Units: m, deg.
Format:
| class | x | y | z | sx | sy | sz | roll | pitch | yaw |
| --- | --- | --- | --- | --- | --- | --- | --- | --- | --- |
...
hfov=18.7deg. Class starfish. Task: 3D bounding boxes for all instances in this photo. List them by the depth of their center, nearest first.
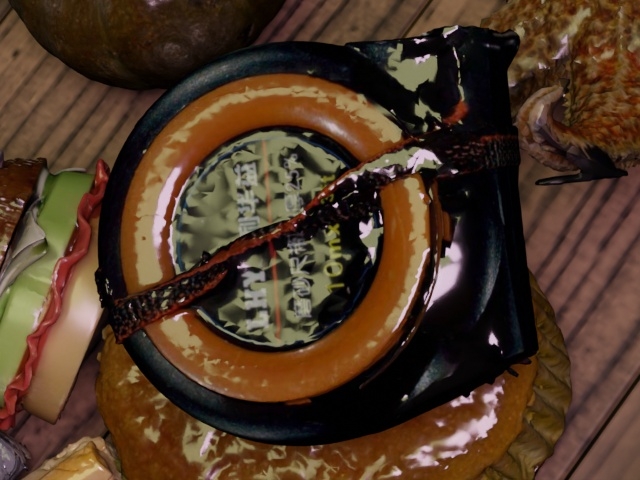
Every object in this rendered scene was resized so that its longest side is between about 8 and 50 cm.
| class | x | y | z | sx | sy | sz | roll | pitch | yaw |
| --- | --- | --- | --- | --- | --- | --- | --- | --- | --- |
| starfish | 0.161 | -0.117 | 1.097 | 0.312 | 0.113 | 0.303 | -6 | 39 | 21 |

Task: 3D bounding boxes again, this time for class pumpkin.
| class | x | y | z | sx | sy | sz | roll | pitch | yaw |
| --- | --- | --- | --- | --- | --- | --- | --- | --- | --- |
| pumpkin | -0.106 | -0.203 | 1.213 | 0.219 | 0.162 | 0.219 | -7 | 65 | 15 |

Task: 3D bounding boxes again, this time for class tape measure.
| class | x | y | z | sx | sy | sz | roll | pitch | yaw |
| --- | --- | --- | --- | --- | --- | --- | --- | --- | --- |
| tape measure | 0.000 | 0.000 | 0.970 | 0.222 | 0.135 | 0.202 | -8 | 84 | 16 |

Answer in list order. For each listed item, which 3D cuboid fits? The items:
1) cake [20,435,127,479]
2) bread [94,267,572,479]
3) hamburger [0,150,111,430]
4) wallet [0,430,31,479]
| class | x | y | z | sx | sy | sz | roll | pitch | yaw |
| --- | --- | --- | --- | --- | --- | --- | --- | --- | --- |
| cake | -0.080 | 0.201 | 1.084 | 0.225 | 0.109 | 0.090 | 36 | 85 | 25 |
| bread | 0.006 | 0.069 | 1.091 | 0.253 | 0.142 | 0.227 | -20 | 73 | 7 |
| hamburger | -0.190 | 0.021 | 1.142 | 0.137 | 0.175 | 0.175 | 20 | 76 | -6 |
| wallet | -0.301 | 0.128 | 1.202 | 0.231 | 0.069 | 0.170 | 36 | 76 | 21 |
